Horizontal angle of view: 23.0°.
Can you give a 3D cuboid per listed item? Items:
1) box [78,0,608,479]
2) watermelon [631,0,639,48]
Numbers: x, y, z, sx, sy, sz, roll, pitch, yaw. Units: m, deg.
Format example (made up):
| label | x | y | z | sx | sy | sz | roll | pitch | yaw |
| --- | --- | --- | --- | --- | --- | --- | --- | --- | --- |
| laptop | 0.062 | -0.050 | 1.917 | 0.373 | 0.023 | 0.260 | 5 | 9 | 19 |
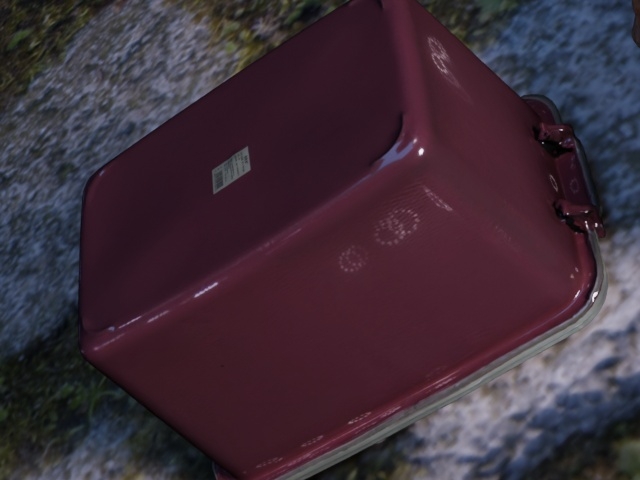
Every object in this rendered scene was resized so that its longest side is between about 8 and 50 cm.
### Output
| label | x | y | z | sx | sy | sz | roll | pitch | yaw |
| --- | --- | --- | --- | --- | --- | --- | --- | --- | --- |
| box | 0.000 | 0.000 | 0.915 | 0.294 | 0.167 | 0.193 | -32 | 42 | 23 |
| watermelon | 0.281 | -0.132 | 0.753 | 0.302 | 0.151 | 0.264 | -29 | 42 | 25 |
